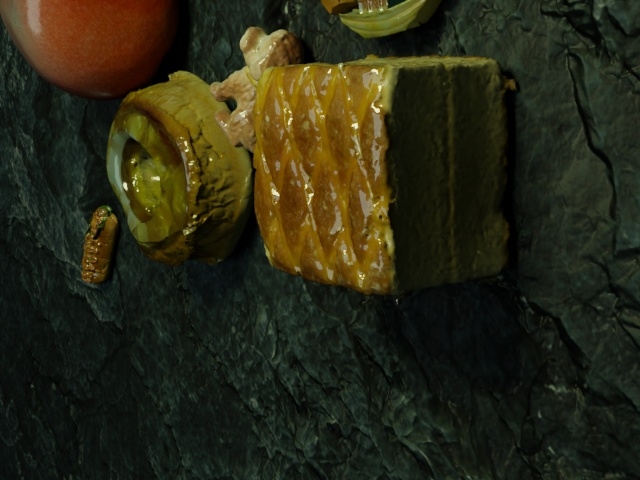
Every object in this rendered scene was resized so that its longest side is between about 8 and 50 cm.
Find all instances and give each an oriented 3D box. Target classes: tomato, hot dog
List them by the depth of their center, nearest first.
[{"bbox_3d":[-0.395,-0.399,2.032,0.341,0.273,0.341,21,116,51],"label":"tomato"},{"bbox_3d":[-0.433,0.012,2.397,0.072,0.055,0.188,48,134,36],"label":"hot dog"}]

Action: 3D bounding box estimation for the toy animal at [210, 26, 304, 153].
[{"bbox_3d":[-0.068,-0.201,1.764,0.185,0.104,0.184,-46,60,45],"label":"toy animal"}]

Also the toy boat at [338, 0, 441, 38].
[{"bbox_3d":[0.092,-0.291,1.529,0.172,0.065,0.066,-4,106,49],"label":"toy boat"}]

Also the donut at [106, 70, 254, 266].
[{"bbox_3d":[-0.239,-0.105,1.987,0.330,0.160,0.330,38,136,48],"label":"donut"}]

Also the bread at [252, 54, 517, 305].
[{"bbox_3d":[0.068,-0.088,1.493,0.279,0.207,0.279,18,114,54],"label":"bread"}]

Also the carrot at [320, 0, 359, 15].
[{"bbox_3d":[0.003,-0.424,1.625,0.070,0.070,0.260,-30,73,55],"label":"carrot"}]
